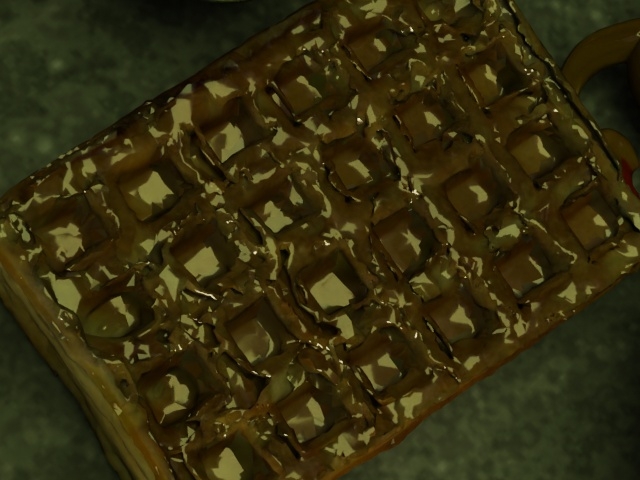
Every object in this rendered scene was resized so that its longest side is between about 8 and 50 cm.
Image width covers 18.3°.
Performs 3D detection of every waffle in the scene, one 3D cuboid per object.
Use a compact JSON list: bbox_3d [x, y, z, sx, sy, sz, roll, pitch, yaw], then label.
[{"bbox_3d":[0.000,0.000,0.999,0.308,0.091,0.213,-33,87,-21],"label":"waffle"}]

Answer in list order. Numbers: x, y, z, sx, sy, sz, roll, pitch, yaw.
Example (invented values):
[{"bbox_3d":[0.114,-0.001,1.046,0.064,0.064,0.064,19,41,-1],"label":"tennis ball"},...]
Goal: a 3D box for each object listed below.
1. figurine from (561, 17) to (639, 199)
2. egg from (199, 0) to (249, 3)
[{"bbox_3d":[0.197,-0.048,1.080,0.122,0.121,0.176,-18,91,8],"label":"figurine"},{"bbox_3d":[-0.061,-0.262,0.975,0.238,0.238,0.290,-19,101,-20],"label":"egg"}]
